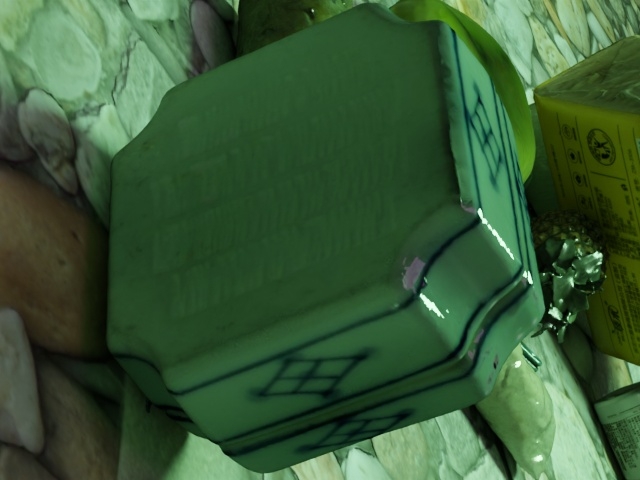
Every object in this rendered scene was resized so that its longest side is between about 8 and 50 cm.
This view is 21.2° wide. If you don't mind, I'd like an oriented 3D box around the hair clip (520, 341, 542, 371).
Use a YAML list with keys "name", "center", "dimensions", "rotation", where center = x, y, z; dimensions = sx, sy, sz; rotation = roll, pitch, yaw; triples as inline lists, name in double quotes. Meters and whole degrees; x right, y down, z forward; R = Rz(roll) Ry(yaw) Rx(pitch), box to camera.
- name: "hair clip"
  center: [0.185, 0.048, 1.874]
  dimensions: [0.039, 0.070, 0.229]
  rotation: [-89, 157, -70]

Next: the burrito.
- name: "burrito"
  center: [0.141, 0.067, 1.718]
  dimensions: [0.392, 0.076, 0.117]
  rotation: [60, 16, -21]

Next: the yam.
- name: "yam"
  center: [-0.024, -0.157, 1.519]
  dimensions: [0.107, 0.107, 0.194]
  rotation: [49, 28, -37]

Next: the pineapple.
- name: "pineapple"
  center: [0.278, 0.043, 1.973]
  dimensions: [0.125, 0.125, 0.251]
  rotation: [62, 13, -11]

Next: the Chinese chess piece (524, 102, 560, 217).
- name: "Chinese chess piece"
  center: [0.317, -0.096, 2.272]
  dimensions: [0.188, 0.083, 0.188]
  rotation: [52, 26, -38]

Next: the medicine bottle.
- name: "medicine bottle"
  center: [0.400, 0.250, 2.113]
  dimensions: [0.140, 0.079, 0.079]
  rotation: [66, 22, 1]

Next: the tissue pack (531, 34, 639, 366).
- name: "tissue pack"
  center: [0.453, -0.037, 2.096]
  dimensions: [0.228, 0.293, 0.381]
  rotation: [-28, 115, -27]

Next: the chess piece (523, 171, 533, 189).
- name: "chess piece"
  center: [0.223, -0.099, 2.122]
  dimensions: [0.093, 0.042, 0.042]
  rotation: [41, 32, -34]

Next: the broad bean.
- name: "broad bean"
  center: [0.148, -0.168, 1.901]
  dimensions: [0.291, 0.119, 0.238]
  rotation: [37, 29, -49]

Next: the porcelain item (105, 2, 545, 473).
- name: "porcelain item"
  center: [0.000, 0.000, 1.178]
  dimensions: [0.157, 0.286, 0.281]
  rotation: [50, 24, -44]
